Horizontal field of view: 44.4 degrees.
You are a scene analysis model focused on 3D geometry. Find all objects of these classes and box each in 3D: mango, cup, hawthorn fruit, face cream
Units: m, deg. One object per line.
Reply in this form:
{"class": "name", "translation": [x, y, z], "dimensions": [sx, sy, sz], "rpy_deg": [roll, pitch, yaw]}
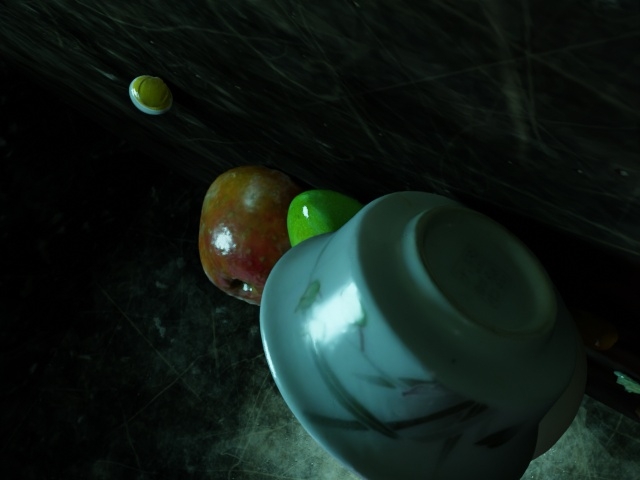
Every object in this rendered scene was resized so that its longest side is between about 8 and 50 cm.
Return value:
{"class": "mango", "translation": [0.377, 0.120, 1.102], "dimensions": [0.060, 0.046, 0.089], "rpy_deg": [36, -174, -46]}
{"class": "mango", "translation": [0.091, 0.054, 1.290], "dimensions": [0.382, 0.201, 0.225], "rpy_deg": [42, -166, -25]}
{"class": "cup", "translation": [0.126, 0.077, 0.808], "dimensions": [0.347, 0.163, 0.347], "rpy_deg": [19, -138, -18]}
{"class": "hawthorn fruit", "translation": [-0.100, -0.010, 1.524], "dimensions": [0.284, 0.284, 0.284], "rpy_deg": [30, 177, 2]}
{"class": "face cream", "translation": [-0.277, -0.235, 1.277], "dimensions": [0.072, 0.051, 0.182], "rpy_deg": [32, 177, -15]}

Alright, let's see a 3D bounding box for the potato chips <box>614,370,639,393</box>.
{"class": "potato chips", "translation": [0.695, 0.326, 1.587], "dimensions": [0.207, 0.028, 0.092], "rpy_deg": [25, 173, 33]}

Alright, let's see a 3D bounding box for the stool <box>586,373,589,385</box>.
{"class": "stool", "translation": [0.365, 0.197, 1.389], "dimensions": [0.228, 0.153, 0.139], "rpy_deg": [30, 177, -10]}

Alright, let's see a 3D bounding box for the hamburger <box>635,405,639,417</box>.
{"class": "hamburger", "translation": [0.613, 0.307, 1.171], "dimensions": [0.262, 0.131, 0.124], "rpy_deg": [25, -147, -24]}

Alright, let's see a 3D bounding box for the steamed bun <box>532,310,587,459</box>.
{"class": "steamed bun", "translation": [0.232, 0.185, 1.111], "dimensions": [0.309, 0.309, 0.309], "rpy_deg": [30, 177, 2]}
